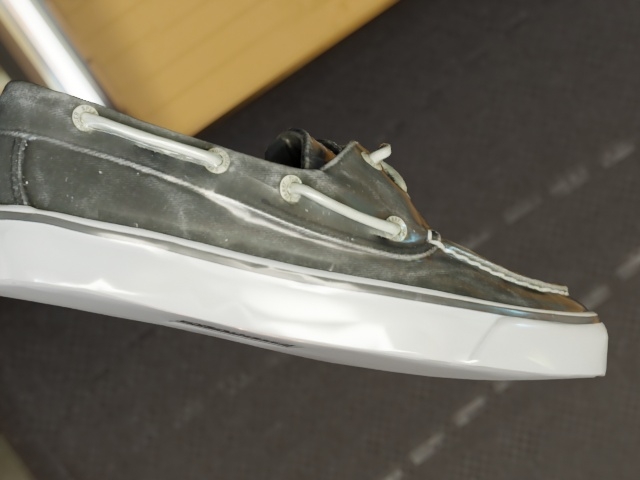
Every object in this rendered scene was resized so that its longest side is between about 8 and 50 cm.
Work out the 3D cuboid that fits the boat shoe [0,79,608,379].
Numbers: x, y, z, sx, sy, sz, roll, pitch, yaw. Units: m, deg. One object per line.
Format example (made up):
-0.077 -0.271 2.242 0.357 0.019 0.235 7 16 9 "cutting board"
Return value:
0.000 0.000 0.614 0.078 0.219 0.070 -5 -106 62 "boat shoe"
